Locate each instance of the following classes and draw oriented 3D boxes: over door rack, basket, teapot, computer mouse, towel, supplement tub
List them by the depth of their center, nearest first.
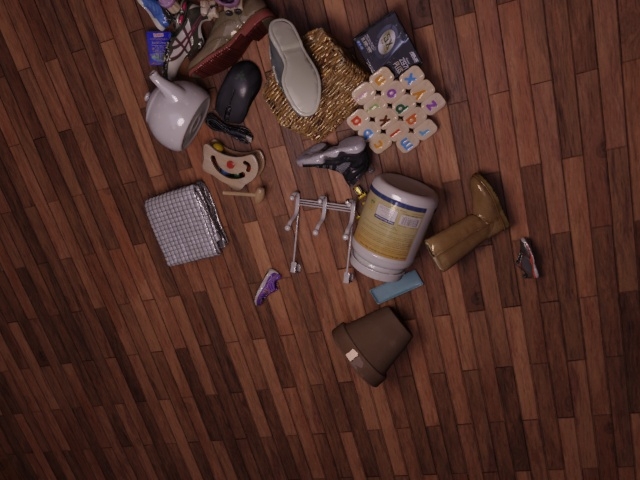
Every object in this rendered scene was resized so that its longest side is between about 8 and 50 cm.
[{"bbox_3d":[-0.012,-0.502,1.631,0.299,0.223,0.213,-42,63,23],"label":"basket"},{"bbox_3d":[0.237,-0.043,1.675,0.229,0.228,0.316,21,113,5],"label":"supplement tub"},{"bbox_3d":[-0.501,-0.434,1.688,0.187,0.252,0.256,28,112,-7],"label":"teapot"},{"bbox_3d":[-0.287,-0.476,1.715,0.189,0.072,0.272,26,114,3],"label":"computer mouse"},{"bbox_3d":[0.000,0.000,1.794,0.240,0.108,0.323,10,113,21],"label":"over door rack"},{"bbox_3d":[-0.500,-0.063,1.902,0.235,0.121,0.283,-15,105,16],"label":"towel"}]

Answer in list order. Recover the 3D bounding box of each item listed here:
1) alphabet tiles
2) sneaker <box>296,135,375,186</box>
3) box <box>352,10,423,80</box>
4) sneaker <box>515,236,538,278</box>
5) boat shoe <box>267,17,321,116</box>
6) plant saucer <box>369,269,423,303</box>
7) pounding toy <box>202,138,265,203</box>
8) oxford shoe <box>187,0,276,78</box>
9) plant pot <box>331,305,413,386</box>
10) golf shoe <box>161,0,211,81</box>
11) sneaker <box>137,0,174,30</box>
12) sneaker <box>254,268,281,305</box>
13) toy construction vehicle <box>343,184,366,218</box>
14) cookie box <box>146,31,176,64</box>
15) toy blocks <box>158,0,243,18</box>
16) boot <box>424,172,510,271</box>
[{"bbox_3d":[0.237,-0.411,1.595,0.278,0.021,0.284,-36,120,25],"label":"alphabet tiles"},{"bbox_3d":[0.052,-0.253,1.706,0.269,0.101,0.153,-7,128,33],"label":"sneaker"},{"bbox_3d":[0.210,-0.586,1.555,0.148,0.077,0.180,-28,102,21],"label":"box"},{"bbox_3d":[0.693,0.066,1.707,0.065,0.061,0.157,-15,106,24],"label":"sneaker"},{"bbox_3d":[-0.082,-0.502,1.507,0.116,0.099,0.319,-16,79,-17],"label":"boat shoe"},{"bbox_3d":[0.280,0.171,1.864,0.192,0.018,0.067,-27,103,22],"label":"plant saucer"},{"bbox_3d":[-0.296,-0.253,1.757,0.270,0.155,0.154,32,119,0],"label":"pounding toy"},{"bbox_3d":[-0.308,-0.662,1.637,0.348,0.123,0.130,-32,86,16],"label":"oxford shoe"},{"bbox_3d":[0.210,0.368,1.850,0.229,0.263,0.263,-39,98,6],"label":"plant pot"},{"bbox_3d":[-0.447,-0.642,1.655,0.120,0.105,0.272,15,108,-25],"label":"golf shoe"},{"bbox_3d":[-0.542,-0.784,1.663,0.085,0.058,0.152,-31,98,19],"label":"sneaker"},{"bbox_3d":[-0.206,0.192,1.958,0.071,0.068,0.169,28,114,-5],"label":"sneaker"},{"bbox_3d":[0.133,-0.135,1.773,0.086,0.035,0.098,-37,91,22],"label":"toy construction vehicle"},{"bbox_3d":[-0.539,-0.657,1.720,0.092,0.040,0.107,5,112,10],"label":"cookie box"},{"bbox_3d":[-0.393,-0.842,1.442,0.289,0.260,0.308,-3,83,13],"label":"toy blocks"},{"bbox_3d":[0.461,-0.057,1.649,0.270,0.089,0.236,-32,102,2],"label":"boot"}]
